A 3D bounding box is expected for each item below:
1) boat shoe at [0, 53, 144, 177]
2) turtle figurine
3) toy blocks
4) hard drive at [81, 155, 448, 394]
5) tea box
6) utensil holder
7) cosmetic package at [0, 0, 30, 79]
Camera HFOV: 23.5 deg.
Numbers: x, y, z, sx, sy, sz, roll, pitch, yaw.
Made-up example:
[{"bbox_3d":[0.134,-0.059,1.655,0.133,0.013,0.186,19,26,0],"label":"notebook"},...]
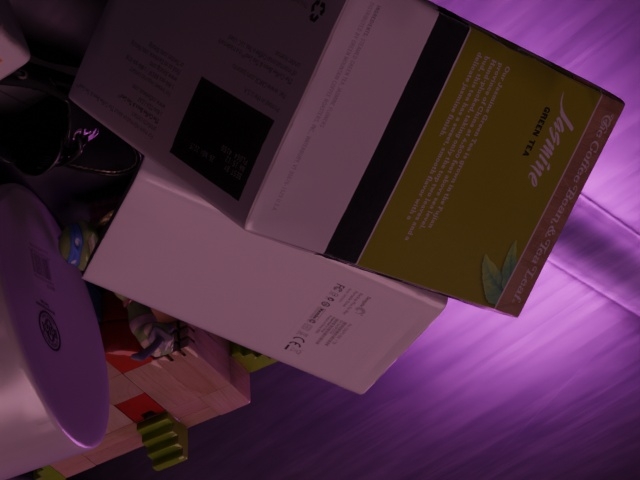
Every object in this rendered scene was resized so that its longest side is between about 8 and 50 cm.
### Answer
[{"bbox_3d":[-0.287,-0.119,1.504,0.127,0.113,0.340,-24,146,20],"label":"boat shoe"},{"bbox_3d":[-0.133,0.025,1.682,0.266,0.198,0.274,-4,176,-34],"label":"turtle figurine"},{"bbox_3d":[-0.278,0.151,1.919,0.381,0.191,0.261,-24,135,19],"label":"toy blocks"},{"bbox_3d":[-0.056,0.038,1.466,0.307,0.040,0.203,24,143,-11],"label":"hard drive"},{"bbox_3d":[0.017,-0.122,1.340,0.323,0.329,0.220,19,101,-40],"label":"tea box"},{"bbox_3d":[-0.462,0.139,1.667,0.385,0.328,0.328,-17,148,7],"label":"utensil holder"},{"bbox_3d":[-0.499,-0.138,1.268,0.453,0.161,0.230,-32,145,7],"label":"cosmetic package"}]
